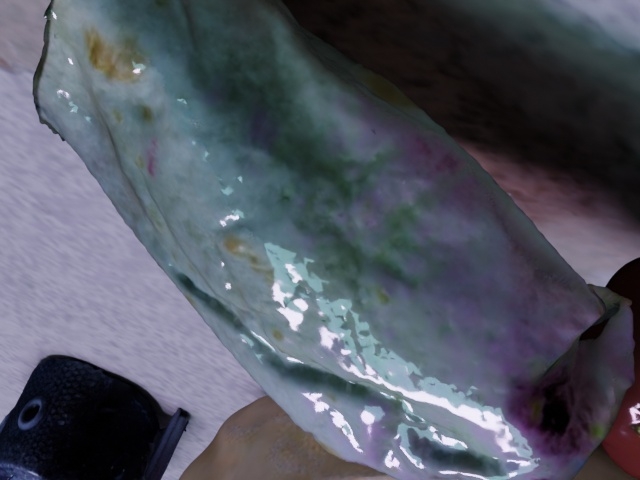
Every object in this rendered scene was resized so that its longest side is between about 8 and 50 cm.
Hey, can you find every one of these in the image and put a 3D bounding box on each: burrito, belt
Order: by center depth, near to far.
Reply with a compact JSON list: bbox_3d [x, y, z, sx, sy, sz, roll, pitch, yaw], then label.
[{"bbox_3d":[0.000,0.000,0.516,0.229,0.089,0.144,44,157,10],"label":"burrito"},{"bbox_3d":[-0.186,0.177,1.117,0.122,0.128,0.218,28,156,-4],"label":"belt"}]

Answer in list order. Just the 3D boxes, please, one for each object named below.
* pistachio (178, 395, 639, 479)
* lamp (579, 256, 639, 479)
[{"bbox_3d":[0.075,0.180,0.763,0.318,0.193,0.214,21,162,0],"label":"pistachio"},{"bbox_3d":[0.139,0.046,0.539,0.101,0.090,0.101,7,123,11],"label":"lamp"}]
